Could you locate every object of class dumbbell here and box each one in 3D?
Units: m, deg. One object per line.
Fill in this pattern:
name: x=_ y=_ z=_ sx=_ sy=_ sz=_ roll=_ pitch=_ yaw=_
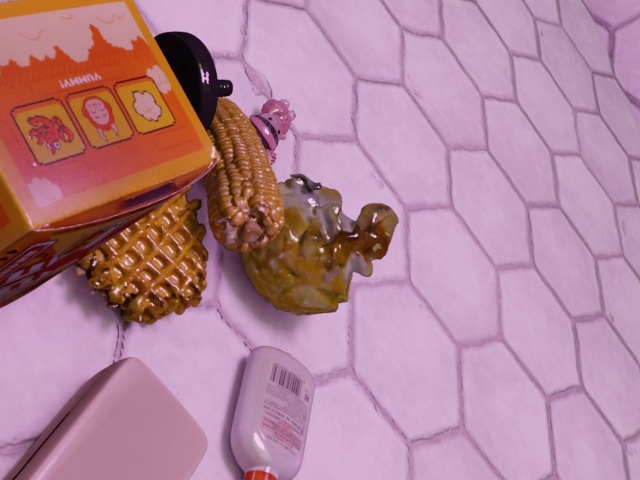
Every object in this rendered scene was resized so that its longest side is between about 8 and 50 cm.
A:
dumbbell: x=-0.230 y=-0.179 z=1.255 sx=0.325 sy=0.143 sz=0.143 roll=-9 pitch=74 yaw=-46

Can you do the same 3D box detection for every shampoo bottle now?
shampoo bottle: x=-0.062 y=0.238 z=1.275 sx=0.108 sy=0.051 sz=0.221 roll=40 pitch=41 yaw=-29

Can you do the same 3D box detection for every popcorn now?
popcorn: x=0.000 y=0.000 z=1.399 sx=0.198 sy=0.212 sz=0.198 roll=-9 pitch=90 yaw=-84

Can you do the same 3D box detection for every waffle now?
waffle: x=-0.216 y=0.003 z=1.231 sx=0.197 sy=0.070 sz=0.193 roll=-3 pitch=70 yaw=-49

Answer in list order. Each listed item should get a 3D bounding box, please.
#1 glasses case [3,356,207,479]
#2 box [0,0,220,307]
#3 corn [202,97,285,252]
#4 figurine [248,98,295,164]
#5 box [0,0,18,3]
glasses case: x=-0.238 y=0.266 z=1.016 sx=0.144 sy=0.076 sz=0.336 roll=53 pitch=36 yaw=-13
box: x=-0.299 y=-0.066 z=0.986 sx=0.214 sy=0.283 sz=0.259 roll=59 pitch=36 yaw=-1
corn: x=-0.114 y=-0.093 z=1.345 sx=0.101 sy=0.101 sz=0.292 roll=32 pitch=21 yaw=-35
figurine: x=-0.076 y=-0.159 z=1.533 sx=0.072 sy=0.054 sz=0.129 roll=66 pitch=25 yaw=-19
box: x=-0.341 y=-0.262 z=1.282 sx=0.220 sy=0.032 sz=0.122 roll=11 pitch=60 yaw=-48
